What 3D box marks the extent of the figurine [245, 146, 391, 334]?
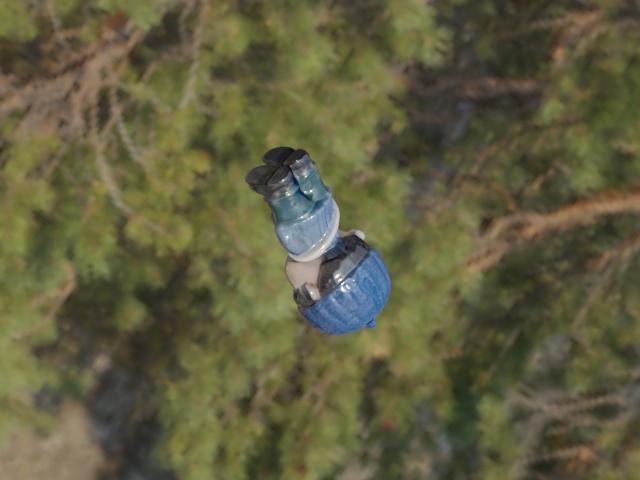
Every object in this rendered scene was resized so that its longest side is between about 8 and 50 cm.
[{"bbox_3d":[0.000,0.000,1.218,0.086,0.087,0.149,-54,133,-42],"label":"figurine"}]
